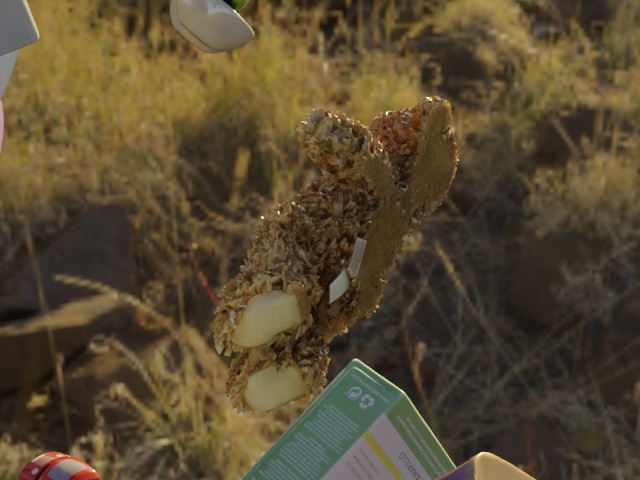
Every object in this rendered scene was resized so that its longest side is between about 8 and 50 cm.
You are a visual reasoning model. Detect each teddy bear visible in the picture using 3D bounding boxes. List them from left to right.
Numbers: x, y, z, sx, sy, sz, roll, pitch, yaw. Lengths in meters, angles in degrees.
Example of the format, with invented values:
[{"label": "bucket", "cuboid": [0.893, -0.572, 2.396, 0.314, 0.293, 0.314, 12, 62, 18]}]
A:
[{"label": "teddy bear", "cuboid": [0.000, 0.000, 1.206, 0.113, 0.245, 0.338, 16, 67, 27]}]

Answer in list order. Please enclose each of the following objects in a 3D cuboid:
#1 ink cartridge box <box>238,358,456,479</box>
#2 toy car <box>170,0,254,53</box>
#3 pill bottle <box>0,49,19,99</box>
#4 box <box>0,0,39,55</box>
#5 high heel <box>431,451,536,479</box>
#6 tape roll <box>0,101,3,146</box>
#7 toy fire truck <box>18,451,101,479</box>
[{"label": "ink cartridge box", "cuboid": [-0.013, 0.210, 0.869, 0.235, 0.171, 0.056, -45, 45, -12]}, {"label": "toy car", "cuboid": [-0.082, -0.255, 1.186, 0.159, 0.136, 0.182, -49, 11, -1]}, {"label": "pill bottle", "cuboid": [-0.392, -0.179, 0.884, 0.363, 0.210, 0.210, 23, 8, -45]}, {"label": "box", "cuboid": [-0.192, -0.136, 0.618, 0.087, 0.101, 0.102, -24, 42, -9]}, {"label": "high heel", "cuboid": [0.098, 0.186, 0.625, 0.117, 0.244, 0.082, -34, 37, 29]}, {"label": "tape roll", "cuboid": [-0.444, -0.105, 1.312, 0.274, 0.275, 0.090, -5, 21, -7]}, {"label": "toy fire truck", "cuboid": [-0.178, 0.277, 1.156, 0.135, 0.192, 0.047, 7, 27, 37]}]
